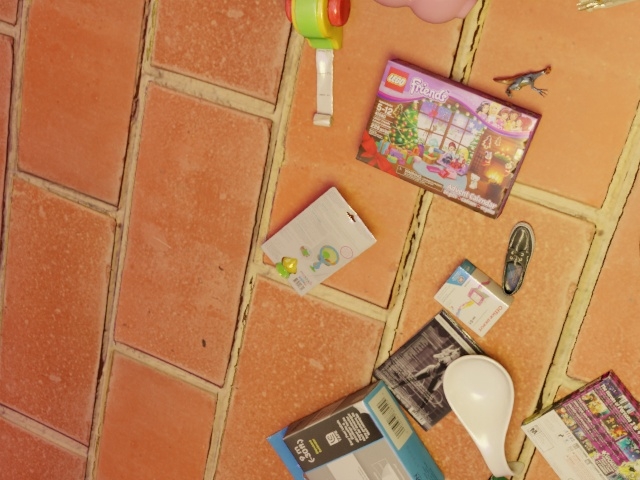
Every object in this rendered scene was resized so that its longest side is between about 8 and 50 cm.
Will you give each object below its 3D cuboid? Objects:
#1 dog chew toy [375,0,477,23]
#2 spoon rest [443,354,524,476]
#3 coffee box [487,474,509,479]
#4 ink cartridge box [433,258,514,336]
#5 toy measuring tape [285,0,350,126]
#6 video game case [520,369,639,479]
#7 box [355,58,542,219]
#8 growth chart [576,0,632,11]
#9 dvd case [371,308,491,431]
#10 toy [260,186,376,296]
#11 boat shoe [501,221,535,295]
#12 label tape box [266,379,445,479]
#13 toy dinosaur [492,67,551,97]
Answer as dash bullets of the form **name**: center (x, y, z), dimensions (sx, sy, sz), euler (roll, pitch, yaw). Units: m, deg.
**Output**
- **dog chew toy**: center (0.127, -0.495, 1.472), dimensions (0.332, 0.206, 0.207), euler (38, 117, 0)
- **spoon rest**: center (0.327, 0.346, 1.676), dimensions (0.137, 0.084, 0.276), euler (-15, 106, 26)
- **coffee box**: center (0.398, 0.565, 1.749), dimensions (0.184, 0.040, 0.113), euler (34, 117, 12)
- **ink cartridge box**: center (0.294, 0.110, 1.653), dimensions (0.122, 0.052, 0.088), euler (39, 117, 8)
- **toy measuring tape**: center (-0.008, -0.370, 1.610), dimensions (0.121, 0.121, 0.330), euler (9, 109, 22)
- **video game case**: center (0.532, 0.390, 1.635), dimensions (0.210, 0.042, 0.232), euler (-40, 87, 29)
- **box**: center (0.229, -0.188, 1.589), dimensions (0.293, 0.057, 0.201), euler (25, 113, 16)
- **growth chart**: center (0.479, -0.387, 1.325), dimensions (0.171, 0.237, 0.021), euler (-8, 93, 17)
- **dvd case**: center (0.231, 0.265, 1.747), dimensions (0.164, 0.018, 0.221), euler (46, 119, 6)
- **toy**: center (0.000, 0.000, 1.751), dimensions (0.237, 0.056, 0.137), euler (-38, 92, 33)
- **boat shoe**: center (0.366, 0.037, 1.604), dimensions (0.049, 0.040, 0.142), euler (13, 111, 20)
- **label tape box**: center (0.050, 0.481, 1.834), dimensions (0.347, 0.115, 0.249), euler (-33, 91, 30)
- **toy dinosaur**: center (0.359, -0.284, 1.514), dimensions (0.082, 0.047, 0.090), euler (-43, 74, 10)
